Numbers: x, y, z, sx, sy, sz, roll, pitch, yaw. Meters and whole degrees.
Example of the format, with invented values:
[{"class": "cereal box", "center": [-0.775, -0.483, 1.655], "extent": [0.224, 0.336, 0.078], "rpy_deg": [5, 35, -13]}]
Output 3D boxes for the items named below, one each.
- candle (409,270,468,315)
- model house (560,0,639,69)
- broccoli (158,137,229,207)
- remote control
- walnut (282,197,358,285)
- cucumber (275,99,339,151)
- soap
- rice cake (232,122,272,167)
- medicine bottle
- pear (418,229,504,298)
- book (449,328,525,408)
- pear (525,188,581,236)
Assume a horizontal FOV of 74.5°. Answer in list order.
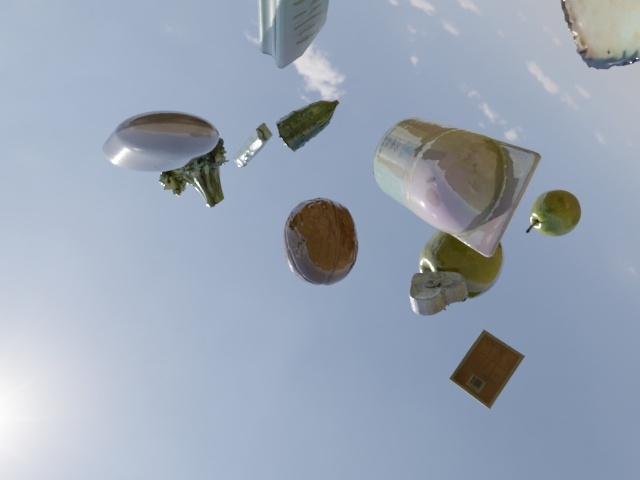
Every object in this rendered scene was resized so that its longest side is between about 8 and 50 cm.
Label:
[{"class": "candle", "center": [0.349, 0.154, 1.307], "extent": [0.192, 0.168, 0.068], "rpy_deg": [-22, -69, -20]}, {"class": "model house", "center": [0.879, -0.677, 0.993], "extent": [0.395, 0.399, 0.445], "rpy_deg": [62, -174, -8]}, {"class": "broccoli", "center": [-0.426, -0.234, 1.486], "extent": [0.262, 0.246, 0.244], "rpy_deg": [-32, -66, -24]}, {"class": "remote control", "center": [-0.370, -0.222, 0.972], "extent": [0.221, 0.332, 0.104], "rpy_deg": [-8, -87, -38]}, {"class": "walnut", "center": [0.000, 0.000, 0.926], "extent": [0.167, 0.167, 0.207], "rpy_deg": [10, -120, -32]}, {"class": "cucumber", "center": [-0.036, -0.441, 1.548], "extent": [0.134, 0.244, 0.134], "rpy_deg": [52, -163, -23]}, {"class": "soap", "center": [-0.061, -0.571, 1.002], "extent": [0.172, 0.289, 0.095], "rpy_deg": [-41, -99, -17]}, {"class": "rice cake", "center": [-0.273, -0.364, 1.653], "extent": [0.063, 0.336, 0.066], "rpy_deg": [-38, -82, -26]}, {"class": "medicine bottle", "center": [0.312, -0.143, 0.991], "extent": [0.235, 0.236, 0.406], "rpy_deg": [17, -163, -26]}, {"class": "pear", "center": [0.499, 0.065, 1.468], "extent": [0.294, 0.294, 0.295], "rpy_deg": [21, -134, -23]}, {"class": "book", "center": [0.612, 0.470, 1.553], "extent": [0.170, 0.018, 0.242], "rpy_deg": [34, -109, 29]}, {"class": "pear", "center": [0.843, -0.094, 1.549], "extent": [0.216, 0.180, 0.166], "rpy_deg": [-22, -134, -4]}]
